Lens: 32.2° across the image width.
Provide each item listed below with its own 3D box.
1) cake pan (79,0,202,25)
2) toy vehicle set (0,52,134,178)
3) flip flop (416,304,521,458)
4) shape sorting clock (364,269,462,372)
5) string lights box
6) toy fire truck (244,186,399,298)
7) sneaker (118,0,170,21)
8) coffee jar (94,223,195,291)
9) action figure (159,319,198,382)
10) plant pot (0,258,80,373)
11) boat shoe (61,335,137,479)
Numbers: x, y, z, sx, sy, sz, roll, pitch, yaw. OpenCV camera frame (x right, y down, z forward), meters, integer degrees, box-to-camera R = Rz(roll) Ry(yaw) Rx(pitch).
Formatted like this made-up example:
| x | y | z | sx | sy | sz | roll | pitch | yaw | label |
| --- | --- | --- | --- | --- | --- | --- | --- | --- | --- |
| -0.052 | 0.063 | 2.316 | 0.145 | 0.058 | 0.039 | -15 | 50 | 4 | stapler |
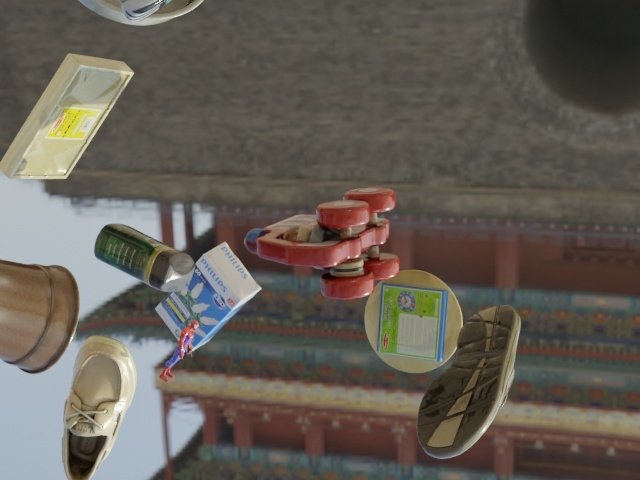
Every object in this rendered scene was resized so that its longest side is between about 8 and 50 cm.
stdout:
| x | y | z | sx | sy | sz | roll | pitch | yaw | label |
| --- | --- | --- | --- | --- | --- | --- | --- | --- | --- |
| -0.324 | -0.483 | 1.880 | 0.293 | 0.293 | 0.054 | -12 | 161 | -32 | cake pan |
| -0.479 | -0.229 | 2.097 | 0.035 | 0.267 | 0.166 | 43 | -161 | 18 | toy vehicle set |
| 0.218 | 0.198 | 1.532 | 0.112 | 0.080 | 0.277 | -7 | -147 | 30 | flip flop |
| 0.184 | 0.161 | 2.211 | 0.206 | 0.206 | 0.040 | 5 | -174 | 20 | shape sorting clock |
| -0.252 | 0.129 | 2.461 | 0.076 | 0.133 | 0.260 | -32 | 171 | -44 | string lights box |
| 0.000 | 0.000 | 2.094 | 0.253 | 0.169 | 0.302 | 1 | -167 | 26 | toy fire truck |
| -0.201 | -0.402 | 1.556 | 0.223 | 0.098 | 0.083 | -38 | -173 | -24 | sneaker |
| -0.327 | 0.033 | 2.069 | 0.184 | 0.079 | 0.096 | 23 | -172 | 30 | coffee jar |
| -0.230 | 0.181 | 1.837 | 0.030 | 0.115 | 0.038 | 29 | -164 | 13 | action figure |
| -0.462 | 0.096 | 1.591 | 0.167 | 0.167 | 0.165 | 15 | 174 | 43 | plant pot |
| -0.384 | 0.292 | 1.878 | 0.109 | 0.302 | 0.098 | 17 | -144 | -3 | boat shoe |
